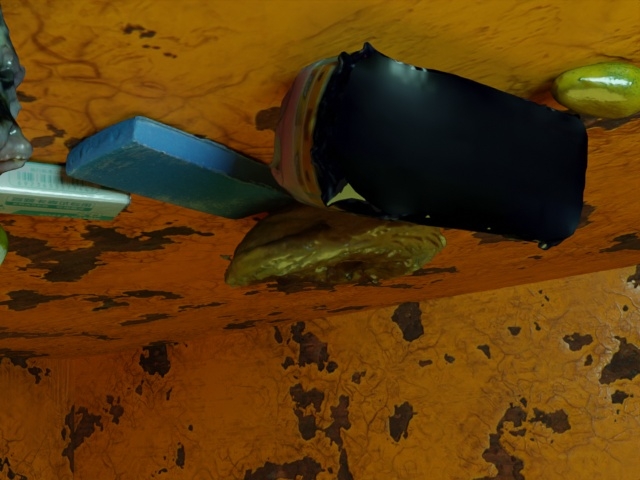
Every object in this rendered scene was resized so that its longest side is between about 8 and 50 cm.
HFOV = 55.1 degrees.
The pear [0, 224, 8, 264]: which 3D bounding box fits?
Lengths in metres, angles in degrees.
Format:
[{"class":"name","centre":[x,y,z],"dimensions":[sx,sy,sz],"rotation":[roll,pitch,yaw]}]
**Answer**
[{"class":"pear","centre":[-0.563,0.002,0.941],"dimensions":[0.141,0.104,0.141],"rotation":[-35,157,-17]}]

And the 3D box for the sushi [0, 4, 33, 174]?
[{"class":"sushi","centre":[-0.277,-0.121,0.368],"dimensions":[0.171,0.236,0.270],"rotation":[-9,163,-18]}]

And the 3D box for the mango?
[{"class":"mango","centre":[0.321,-0.172,0.705],"dimensions":[0.114,0.057,0.079],"rotation":[3,174,-8]}]

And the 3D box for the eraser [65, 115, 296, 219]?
[{"class":"eraser","centre":[-0.177,-0.090,0.856],"dimensions":[0.144,0.042,0.312],"rotation":[-15,162,34]}]

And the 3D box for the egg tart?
[{"class":"egg tart","centre":[0.000,0.000,1.023],"dimensions":[0.340,0.152,0.351],"rotation":[-4,167,-18]}]

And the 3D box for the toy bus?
[{"class":"toy bus","centre":[0.119,-0.090,0.694],"dimensions":[0.387,0.171,0.162],"rotation":[6,180,-35]}]

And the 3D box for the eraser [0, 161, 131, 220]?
[{"class":"eraser","centre":[-0.386,-0.069,0.839],"dimensions":[0.225,0.052,0.096],"rotation":[3,165,-33]}]
